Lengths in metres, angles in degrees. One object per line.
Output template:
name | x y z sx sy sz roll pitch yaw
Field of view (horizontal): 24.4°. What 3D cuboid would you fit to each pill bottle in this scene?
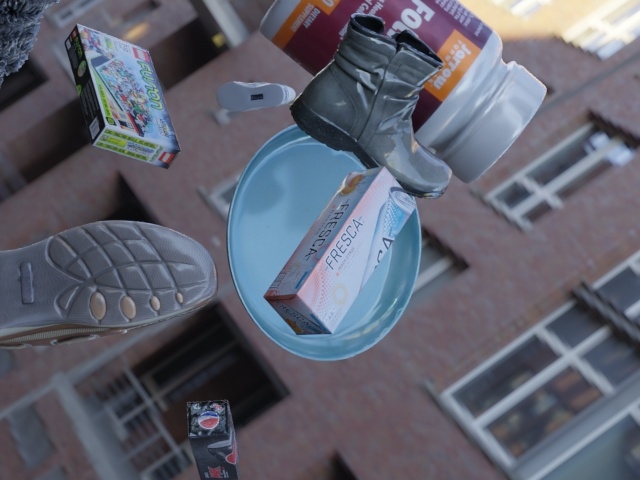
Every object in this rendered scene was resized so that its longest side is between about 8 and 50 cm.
pill bottle | 0.124 -0.275 2.187 0.392 0.224 0.224 38 -5 -5

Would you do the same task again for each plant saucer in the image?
plant saucer | 0.000 0.000 1.960 0.044 0.317 0.317 -4 -56 54

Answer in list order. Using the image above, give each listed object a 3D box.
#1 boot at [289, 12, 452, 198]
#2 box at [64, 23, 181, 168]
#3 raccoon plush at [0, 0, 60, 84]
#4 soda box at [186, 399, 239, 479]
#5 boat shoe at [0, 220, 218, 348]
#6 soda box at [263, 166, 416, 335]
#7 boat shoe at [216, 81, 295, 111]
boot | 0.098 -0.158 1.772 0.246 0.161 0.083 27 26 -29
box | -0.256 -0.186 1.902 0.114 0.036 0.207 16 36 -36
raccoon plush | -0.421 -0.371 2.295 0.446 0.216 0.299 8 -61 31
soda box | -0.148 0.281 2.068 0.169 0.060 0.053 85 1 -60
boat shoe | -0.265 0.055 1.627 0.116 0.324 0.123 57 30 -70
soda box | 0.021 0.011 1.509 0.058 0.183 0.063 -6 -48 51
boat shoe | -0.074 -0.169 1.728 0.035 0.100 0.035 -9 97 -57
